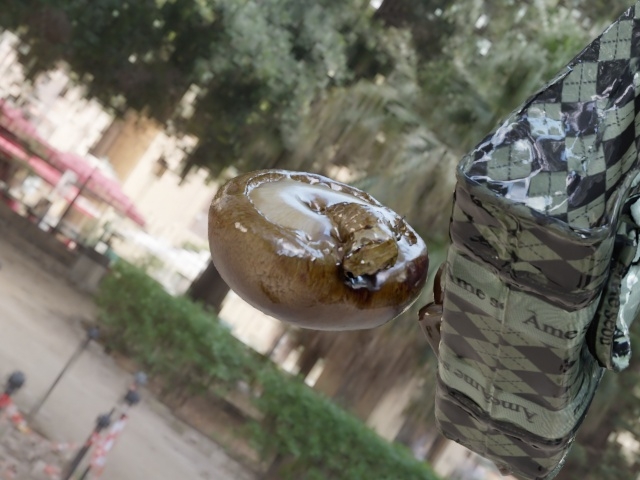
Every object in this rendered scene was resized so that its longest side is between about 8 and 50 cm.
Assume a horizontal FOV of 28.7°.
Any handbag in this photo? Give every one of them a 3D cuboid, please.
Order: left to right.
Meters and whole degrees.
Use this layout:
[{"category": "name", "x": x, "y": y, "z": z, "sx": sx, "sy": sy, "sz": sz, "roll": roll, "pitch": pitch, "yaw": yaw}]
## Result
[{"category": "handbag", "x": 0.247, "y": -0.001, "z": 1.181, "sx": 0.180, "sy": 0.317, "sz": 0.416, "roll": 28, "pitch": -30, "yaw": 22}]

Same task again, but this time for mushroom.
[{"category": "mushroom", "x": -0.001, "y": 0.015, "z": 1.533, "sx": 0.297, "sy": 0.163, "sz": 0.278, "roll": 7, "pitch": 13, "yaw": -31}]

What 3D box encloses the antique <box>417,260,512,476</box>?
[{"category": "antique", "x": 0.211, "y": 0.133, "z": 1.462, "sx": 0.257, "sy": 0.143, "sz": 0.121, "roll": 60, "pitch": 6, "yaw": 0}]
